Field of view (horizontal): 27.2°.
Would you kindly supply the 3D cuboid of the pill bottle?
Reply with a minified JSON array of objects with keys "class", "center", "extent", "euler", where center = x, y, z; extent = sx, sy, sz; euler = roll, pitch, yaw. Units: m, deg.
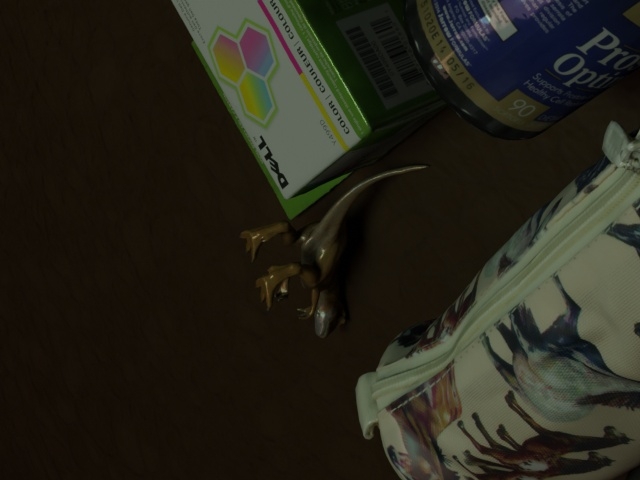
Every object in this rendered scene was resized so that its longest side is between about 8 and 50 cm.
[{"class":"pill bottle","center":[0.157,-0.156,0.711],"extent":[0.219,0.123,0.122],"euler":[-35,83,42]}]

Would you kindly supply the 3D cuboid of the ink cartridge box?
[{"class":"ink cartridge box","center":[-0.037,-0.123,1.013],"extent":[0.188,0.097,0.255],"euler":[60,143,5]}]

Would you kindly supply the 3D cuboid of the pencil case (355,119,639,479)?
[{"class":"pencil case","center":[0.170,0.038,0.784],"extent":[0.184,0.160,0.410],"euler":[20,144,-14]}]

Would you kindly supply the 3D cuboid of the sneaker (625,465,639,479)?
[{"class":"sneaker","center":[0.202,0.241,0.937],"extent":[0.106,0.101,0.267],"euler":[35,136,37]}]

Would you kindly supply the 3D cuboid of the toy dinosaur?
[{"class":"toy dinosaur","center":[0.000,0.000,1.060],"extent":[0.064,0.112,0.211],"euler":[61,153,30]}]
